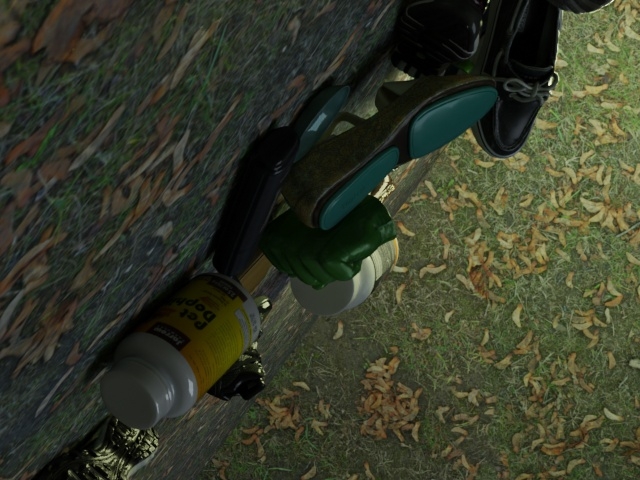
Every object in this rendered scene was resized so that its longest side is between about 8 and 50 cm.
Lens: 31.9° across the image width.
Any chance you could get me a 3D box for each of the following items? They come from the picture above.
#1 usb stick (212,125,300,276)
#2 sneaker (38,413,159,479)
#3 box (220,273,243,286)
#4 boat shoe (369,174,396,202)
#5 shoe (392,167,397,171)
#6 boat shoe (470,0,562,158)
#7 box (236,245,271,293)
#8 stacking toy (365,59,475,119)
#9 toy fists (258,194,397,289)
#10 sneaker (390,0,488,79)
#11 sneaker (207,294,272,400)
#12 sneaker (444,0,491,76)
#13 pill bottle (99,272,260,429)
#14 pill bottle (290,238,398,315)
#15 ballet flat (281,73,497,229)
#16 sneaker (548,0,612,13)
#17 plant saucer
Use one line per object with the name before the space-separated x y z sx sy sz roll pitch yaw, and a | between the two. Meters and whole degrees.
usb stick | -0.081 -0.042 1.366 0.077 0.045 0.278 -47 172 -32
sneaker | -0.317 0.333 1.540 0.108 0.100 0.271 -49 175 23
box | -0.149 0.087 1.618 0.083 0.018 0.067 -50 152 -16
boat shoe | 0.092 -0.065 2.197 0.073 0.073 0.207 -24 -156 48
shoe | 0.121 -0.169 1.935 0.063 0.081 0.178 -56 173 30
boat shoe | 0.293 -0.246 1.616 0.105 0.113 0.306 -116 -149 -55
box | -0.136 0.080 1.758 0.201 0.021 0.164 -49 173 -32
stacking toy | 0.152 -0.215 1.726 0.167 0.052 0.221 -53 -163 2
toy fists | 0.000 0.000 1.602 0.142 0.096 0.279 -30 -163 -13
sneaker | 0.181 -0.321 1.524 0.162 0.106 0.281 -56 -175 -9
sneaker | -0.131 0.198 1.972 0.227 0.130 0.087 -49 175 -43
sneaker | 0.308 -0.333 1.777 0.323 0.130 0.236 -61 -168 -1
pill bottle | -0.173 0.136 1.373 0.215 0.117 0.117 -45 171 -49
pill bottle | 0.048 0.048 2.254 0.162 0.162 0.278 -55 173 24
ballet flat | 0.086 -0.148 1.514 0.348 0.123 0.123 -37 169 -19
sneaker | 0.264 -0.303 0.980 0.115 0.105 0.281 -50 176 -24
plant saucer | -0.008 -0.150 1.394 0.119 0.021 0.119 -51 173 -9
